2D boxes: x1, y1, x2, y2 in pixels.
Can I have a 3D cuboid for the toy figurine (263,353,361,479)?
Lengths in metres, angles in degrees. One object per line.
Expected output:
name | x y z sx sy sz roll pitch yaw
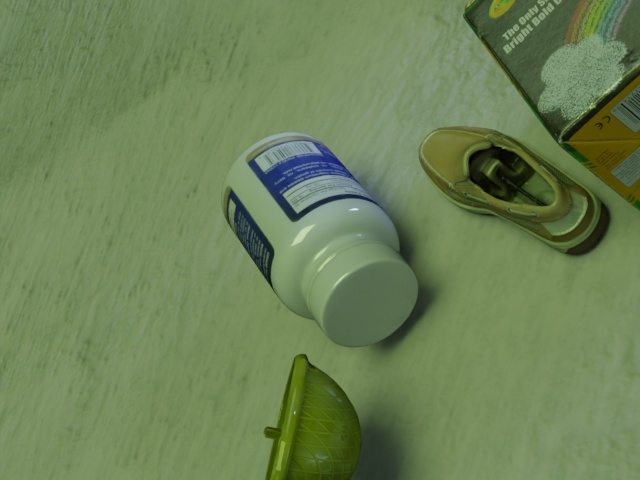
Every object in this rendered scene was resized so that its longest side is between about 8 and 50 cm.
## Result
toy figurine | 0.048 0.261 0.737 0.217 0.191 0.362 5 44 8

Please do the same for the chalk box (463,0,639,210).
chalk box | 0.203 -0.145 0.794 0.132 0.132 0.213 -43 42 20

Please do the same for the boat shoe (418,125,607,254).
boat shoe | 0.132 -0.054 0.855 0.190 0.072 0.068 29 89 50

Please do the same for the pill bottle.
pill bottle | 0.000 0.000 0.927 0.112 0.112 0.186 -50 41 12
